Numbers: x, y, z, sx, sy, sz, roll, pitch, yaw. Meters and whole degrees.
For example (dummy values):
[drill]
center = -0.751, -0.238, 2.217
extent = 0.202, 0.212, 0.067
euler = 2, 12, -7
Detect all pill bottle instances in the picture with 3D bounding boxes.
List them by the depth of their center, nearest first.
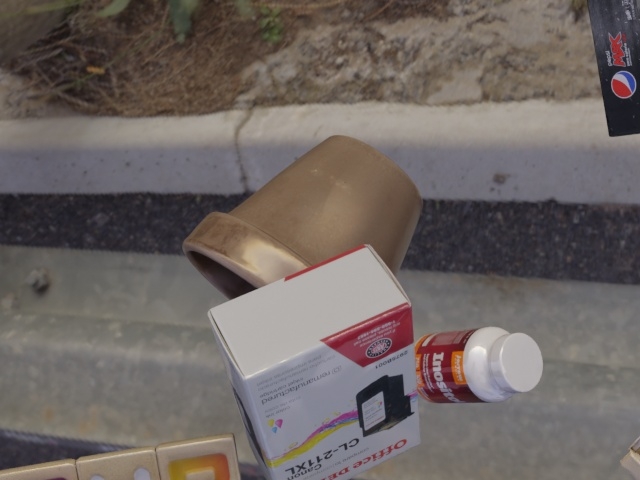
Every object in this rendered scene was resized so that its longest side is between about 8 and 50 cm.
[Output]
[pill bottle]
center = 0.176, 0.143, 1.032
extent = 0.086, 0.086, 0.152
euler = 48, 149, -16

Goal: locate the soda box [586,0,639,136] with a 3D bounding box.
[soda box]
center = 0.326, -0.197, 0.939
extent = 0.060, 0.053, 0.169
euler = -1, 104, 50

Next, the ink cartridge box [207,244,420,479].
[ink cartridge box]
center = 0.003, 0.105, 0.668
extent = 0.127, 0.072, 0.175
euler = -23, 136, -13

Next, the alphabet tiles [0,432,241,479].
[alphabet tiles]
center = -0.155, 0.294, 0.667
extent = 0.343, 0.011, 0.285
euler = -8, 100, -5

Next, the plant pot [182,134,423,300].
[plant pot]
center = 0.000, 0.000, 1.094
extent = 0.263, 0.229, 0.263
euler = 34, 167, 9

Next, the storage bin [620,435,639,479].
[storage bin]
center = 0.663, 0.350, 1.419
extent = 0.262, 0.260, 0.123
euler = 47, 156, 22
